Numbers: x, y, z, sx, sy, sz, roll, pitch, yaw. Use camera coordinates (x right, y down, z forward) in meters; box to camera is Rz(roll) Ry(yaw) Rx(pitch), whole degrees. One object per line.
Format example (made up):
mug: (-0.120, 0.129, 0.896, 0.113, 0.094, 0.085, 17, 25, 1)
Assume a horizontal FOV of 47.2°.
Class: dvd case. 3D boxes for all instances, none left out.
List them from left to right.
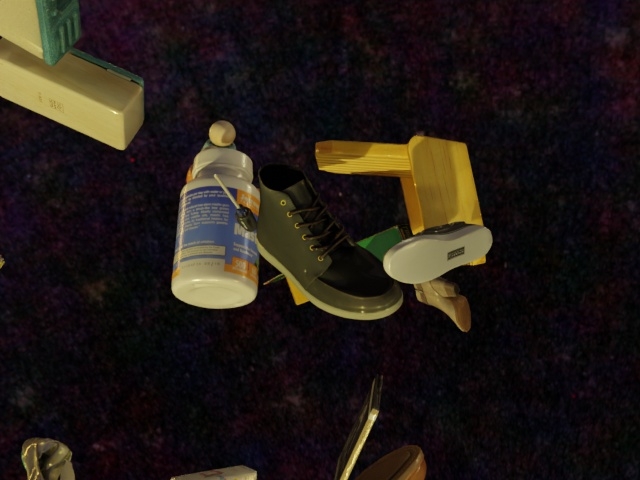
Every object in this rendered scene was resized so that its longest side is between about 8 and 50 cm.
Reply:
dvd case: (0.073, 0.391, 1.452, 0.018, 0.221, 0.164, 22, 15, 2)

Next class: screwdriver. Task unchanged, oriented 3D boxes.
screwdriver: (-0.105, -0.045, 0.918, 0.025, 0.170, 0.024, 39, 81, 15)

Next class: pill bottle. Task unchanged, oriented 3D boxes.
pill bottle: (-0.184, -0.026, 1.334, 0.152, 0.152, 0.272, -3, 66, 9)

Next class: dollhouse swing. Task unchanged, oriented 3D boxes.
dollhouse swing: (0.167, -0.075, 1.618, 0.305, 0.347, 0.315, -11, 88, 1)

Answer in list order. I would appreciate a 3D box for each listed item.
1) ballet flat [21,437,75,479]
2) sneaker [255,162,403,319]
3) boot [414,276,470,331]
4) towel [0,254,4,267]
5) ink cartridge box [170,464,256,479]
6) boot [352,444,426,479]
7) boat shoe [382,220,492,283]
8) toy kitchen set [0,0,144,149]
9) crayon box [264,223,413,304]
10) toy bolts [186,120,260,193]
ballet flat: (-0.459, 0.395, 1.255, 0.086, 0.086, 0.248, -26, 28, -13)
sneaker: (0.000, 0.000, 0.842, 0.222, 0.118, 0.083, 30, 51, 33)
boot: (0.215, 0.108, 1.307, 0.087, 0.118, 0.042, 4, 34, 43)
towel: (-0.362, 0.028, 0.750, 0.083, 0.009, 0.060, 25, 79, 32)
ink cartridge box: (-0.159, 0.393, 1.094, 0.122, 0.088, 0.052, 1, -4, -33)
boot: (0.099, 0.427, 0.922, 0.220, 0.109, 0.283, 43, 65, -7)
boat shoe: (0.115, 0.009, 0.755, 0.142, 0.049, 0.040, -12, 25, -33)
toy kitchen set: (-0.171, -0.211, 0.578, 0.122, 0.207, 0.166, 25, 59, 1)
crayon box: (0.054, 0.060, 1.627, 0.318, 0.202, 0.081, -23, 87, 14)
toy bolts: (-0.193, -0.162, 1.625, 0.218, 0.158, 0.228, 1, 34, -16)
